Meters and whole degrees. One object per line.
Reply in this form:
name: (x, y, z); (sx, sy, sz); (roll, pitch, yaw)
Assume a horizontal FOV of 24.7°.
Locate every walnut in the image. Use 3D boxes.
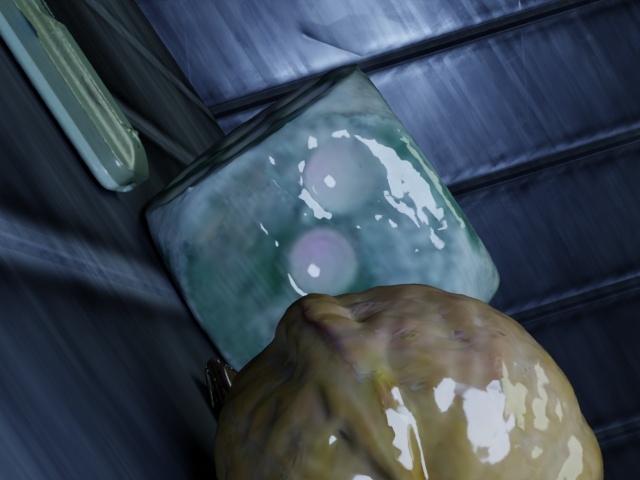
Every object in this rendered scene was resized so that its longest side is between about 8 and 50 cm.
walnut: (0.063, 0.177, 1.215); (0.306, 0.306, 0.344); (55, 3, -24)

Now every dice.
dice: (0.000, 0.000, 1.808); (0.348, 0.328, 0.330); (56, 3, -5)

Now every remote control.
remote control: (-0.304, -0.205, 1.665); (0.335, 0.065, 0.128); (56, 5, 2)

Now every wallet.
wallet: (-0.052, 0.213, 1.545); (0.133, 0.039, 0.243); (65, 6, 25)
